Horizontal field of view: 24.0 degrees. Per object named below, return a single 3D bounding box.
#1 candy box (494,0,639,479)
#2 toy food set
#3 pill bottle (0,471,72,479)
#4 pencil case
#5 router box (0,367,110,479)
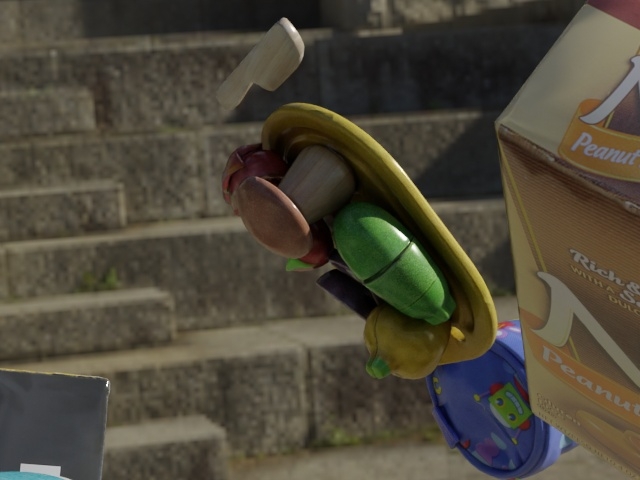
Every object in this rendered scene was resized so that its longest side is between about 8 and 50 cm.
[{"bbox_3d":[0.173,0.038,0.593,0.183,0.087,0.316,32,-14,21],"label":"candy box"},{"bbox_3d":[0.000,0.000,0.818,0.071,0.218,0.128,-43,11,-25],"label":"toy food set"},{"bbox_3d":[-0.145,0.172,0.644,0.146,0.146,0.264,-4,-8,4],"label":"pill bottle"},{"bbox_3d":[0.210,0.091,1.195,0.306,0.119,0.133,-19,-7,-42],"label":"pencil case"},{"bbox_3d":[-0.196,0.260,0.973,0.081,0.309,0.243,6,-20,-11],"label":"router box"}]
